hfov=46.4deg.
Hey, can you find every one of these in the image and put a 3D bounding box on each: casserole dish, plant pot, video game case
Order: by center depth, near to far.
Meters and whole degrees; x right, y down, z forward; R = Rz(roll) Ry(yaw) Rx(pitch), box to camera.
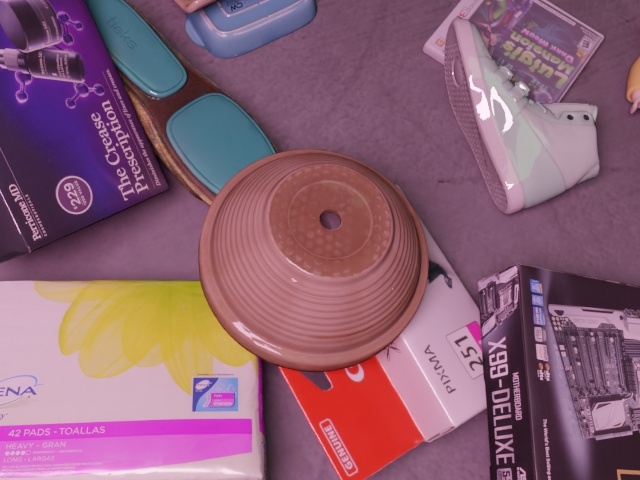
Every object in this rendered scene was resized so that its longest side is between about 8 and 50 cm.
[{"bbox_3d":[0.000,0.000,0.730,0.238,0.109,0.237,4,66,-8],"label":"plant pot"},{"bbox_3d":[-0.092,-0.316,0.989,0.189,0.037,0.114,-28,74,-14],"label":"casserole dish"},{"bbox_3d":[0.263,-0.267,1.013,0.190,0.022,0.173,35,71,8],"label":"video game case"}]

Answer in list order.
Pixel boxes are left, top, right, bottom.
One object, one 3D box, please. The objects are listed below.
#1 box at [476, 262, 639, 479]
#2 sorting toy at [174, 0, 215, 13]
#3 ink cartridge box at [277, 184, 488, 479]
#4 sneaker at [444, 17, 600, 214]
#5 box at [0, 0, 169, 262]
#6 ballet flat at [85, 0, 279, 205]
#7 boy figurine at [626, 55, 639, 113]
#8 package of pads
[{"bbox_3d":[0.289,0.194,0.776,0.243,0.076,0.307,11,67,-23],"label":"box"},{"bbox_3d":[-0.134,-0.377,0.981,0.193,0.038,0.208,-32,54,-16],"label":"sorting toy"},{"bbox_3d":[0.059,0.084,0.794,0.239,0.060,0.275,-18,70,-40],"label":"ink cartridge box"},{"bbox_3d":[0.255,-0.172,0.937,0.151,0.094,0.255,-18,82,-6],"label":"sneaker"},{"bbox_3d":[-0.301,-0.132,0.776,0.184,0.103,0.261,-32,104,-41],"label":"box"},{"bbox_3d":[-0.167,-0.141,0.876,0.123,0.123,0.348,-41,82,-18],"label":"ballet flat"},{"bbox_3d":[0.490,-0.206,0.977,0.177,0.092,0.285,1,73,-2],"label":"boy figurine"},{"bbox_3d":[-0.205,0.146,0.743,0.297,0.101,0.229,-1,51,-6],"label":"package of pads"}]
